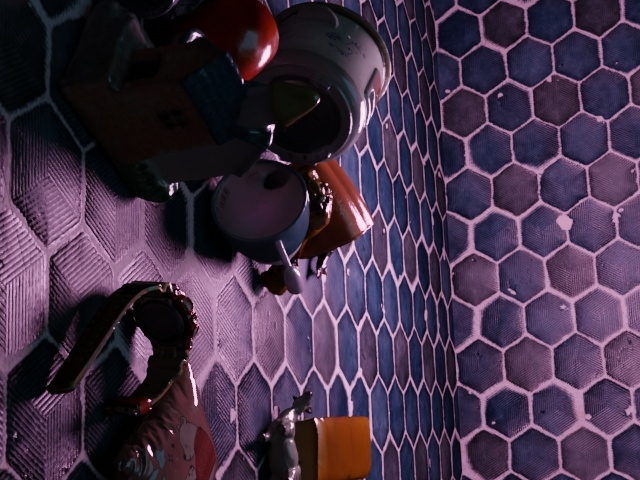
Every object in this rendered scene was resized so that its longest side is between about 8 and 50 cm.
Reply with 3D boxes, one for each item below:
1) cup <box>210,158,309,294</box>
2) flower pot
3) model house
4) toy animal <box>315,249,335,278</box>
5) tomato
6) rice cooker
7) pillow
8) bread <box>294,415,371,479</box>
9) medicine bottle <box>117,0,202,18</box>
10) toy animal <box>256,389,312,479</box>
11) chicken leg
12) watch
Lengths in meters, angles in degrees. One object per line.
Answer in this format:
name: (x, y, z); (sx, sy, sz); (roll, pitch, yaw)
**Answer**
cup: (-0.095, -0.036, 1.834); (0.173, 0.168, 0.299); (73, -7, -65)
flower pot: (-0.011, -0.076, 2.082); (0.173, 0.191, 0.190); (65, 23, -12)
model house: (-0.148, -0.209, 1.461); (0.267, 0.325, 0.194); (63, 30, -48)
toy animal: (0.006, 0.000, 2.292); (0.105, 0.070, 0.202); (43, 46, -45)
tomato: (-0.162, -0.324, 1.670); (0.195, 0.195, 0.136); (-63, 137, -58)
rice cooker: (-0.008, -0.309, 2.012); (0.317, 0.264, 0.316); (7, 90, -76)
pillow: (-0.212, 0.327, 1.489); (0.236, 0.084, 0.223); (-65, 147, -52)
bread: (0.025, 0.440, 2.171); (0.361, 0.077, 0.138); (25, 60, -69)
medicine bottle: (-0.220, -0.431, 1.597); (0.293, 0.141, 0.141); (-62, 142, -58)
toy animal: (-0.064, 0.390, 1.933); (0.176, 0.074, 0.216); (15, 75, -71)
chicken leg: (-0.049, -0.015, 1.970); (0.087, 0.107, 0.251); (-1, 114, -66)
watch: (-0.262, 0.162, 1.401); (0.268, 0.102, 0.164); (-60, 143, -48)
